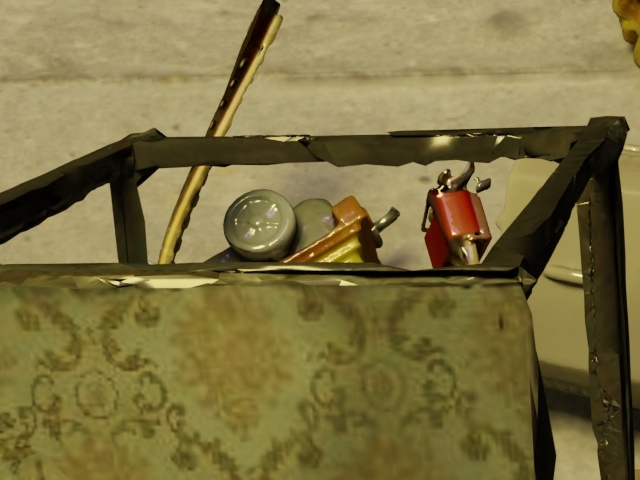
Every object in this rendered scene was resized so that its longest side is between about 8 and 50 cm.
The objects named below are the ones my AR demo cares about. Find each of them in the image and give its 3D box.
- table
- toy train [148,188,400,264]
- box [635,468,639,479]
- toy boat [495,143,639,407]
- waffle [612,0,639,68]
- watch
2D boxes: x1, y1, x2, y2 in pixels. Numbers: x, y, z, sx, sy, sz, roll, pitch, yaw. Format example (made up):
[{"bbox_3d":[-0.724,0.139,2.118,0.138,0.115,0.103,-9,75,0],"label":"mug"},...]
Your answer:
[{"bbox_3d":[-0.001,0.142,0.625,0.222,0.335,0.272,-1,13,16],"label":"table"},{"bbox_3d":[-0.037,0.057,0.929,0.219,0.089,0.127,-31,60,-10],"label":"toy train"},{"bbox_3d":[0.155,0.157,0.788,0.035,0.083,0.079,-4,52,15],"label":"box"},{"bbox_3d":[0.219,0.029,0.843,0.270,0.140,0.140,9,55,15],"label":"toy boat"},{"bbox_3d":[0.312,-0.159,1.014,0.249,0.056,0.253,20,62,29],"label":"waffle"},{"bbox_3d":[0.004,0.007,0.863,0.165,0.102,0.268,15,62,1],"label":"watch"}]
